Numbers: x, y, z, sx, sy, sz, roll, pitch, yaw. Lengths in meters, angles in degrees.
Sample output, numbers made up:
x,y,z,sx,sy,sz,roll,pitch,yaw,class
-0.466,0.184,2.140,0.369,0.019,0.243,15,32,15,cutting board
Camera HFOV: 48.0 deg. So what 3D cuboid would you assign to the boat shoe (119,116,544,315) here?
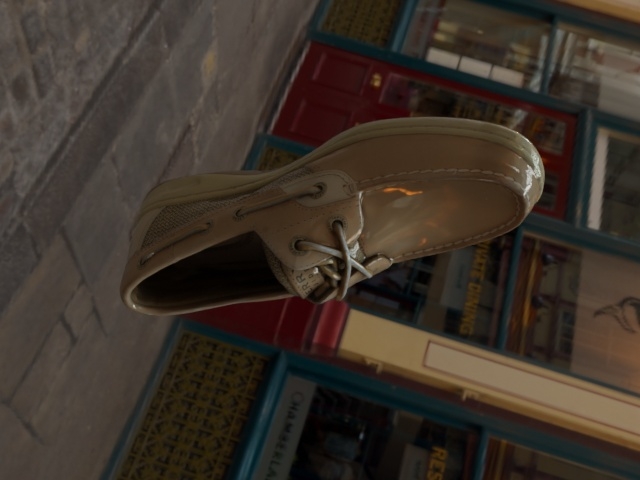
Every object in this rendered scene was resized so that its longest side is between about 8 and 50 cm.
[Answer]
x,y,z,sx,sy,sz,roll,pitch,yaw,class
0.000,0.000,0.556,0.121,0.341,0.110,56,33,-40,boat shoe
